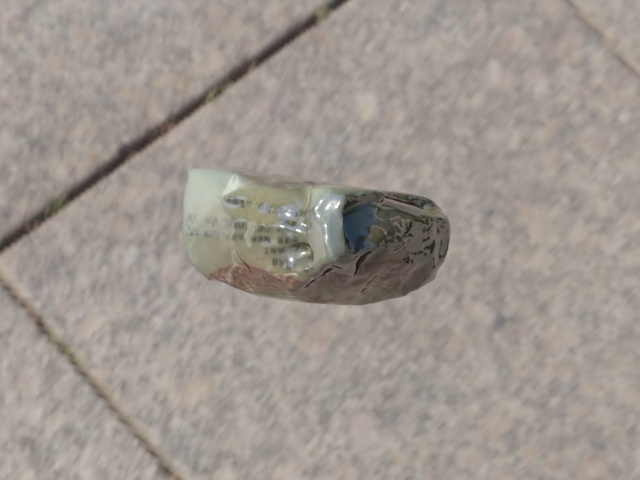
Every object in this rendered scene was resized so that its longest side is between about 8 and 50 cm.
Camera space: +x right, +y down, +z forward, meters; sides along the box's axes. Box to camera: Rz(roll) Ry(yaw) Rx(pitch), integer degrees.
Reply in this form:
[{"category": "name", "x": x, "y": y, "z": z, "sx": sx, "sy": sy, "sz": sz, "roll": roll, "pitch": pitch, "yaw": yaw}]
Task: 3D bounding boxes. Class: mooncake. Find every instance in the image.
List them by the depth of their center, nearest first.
[{"category": "mooncake", "x": 0.000, "y": 0.000, "z": 1.076, "sx": 0.130, "sy": 0.125, "sz": 0.073, "roll": 2, "pitch": 95, "yaw": -52}]
